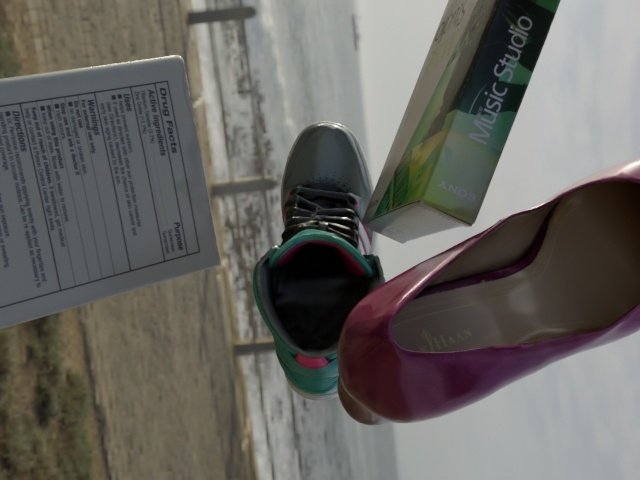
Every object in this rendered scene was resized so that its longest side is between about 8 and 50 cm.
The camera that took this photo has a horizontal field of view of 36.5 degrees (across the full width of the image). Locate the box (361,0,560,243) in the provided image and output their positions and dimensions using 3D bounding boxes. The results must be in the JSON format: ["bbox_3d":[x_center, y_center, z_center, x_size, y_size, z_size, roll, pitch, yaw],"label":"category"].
[{"bbox_3d":[0.139,-0.159,0.897,0.232,0.059,0.321,156,-45,-80],"label":"box"}]

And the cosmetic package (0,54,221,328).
[{"bbox_3d":[-0.234,-0.023,0.643,0.113,0.310,0.160,2,-77,51],"label":"cosmetic package"}]

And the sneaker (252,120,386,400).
[{"bbox_3d":[0.000,0.000,0.948,0.178,0.124,0.295,90,1,-75],"label":"sneaker"}]

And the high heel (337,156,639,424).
[{"bbox_3d":[0.181,0.017,0.676,0.127,0.377,0.181,54,-15,12],"label":"high heel"}]
